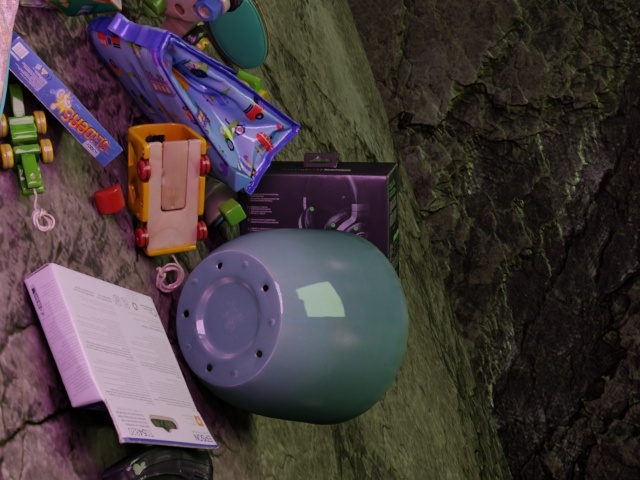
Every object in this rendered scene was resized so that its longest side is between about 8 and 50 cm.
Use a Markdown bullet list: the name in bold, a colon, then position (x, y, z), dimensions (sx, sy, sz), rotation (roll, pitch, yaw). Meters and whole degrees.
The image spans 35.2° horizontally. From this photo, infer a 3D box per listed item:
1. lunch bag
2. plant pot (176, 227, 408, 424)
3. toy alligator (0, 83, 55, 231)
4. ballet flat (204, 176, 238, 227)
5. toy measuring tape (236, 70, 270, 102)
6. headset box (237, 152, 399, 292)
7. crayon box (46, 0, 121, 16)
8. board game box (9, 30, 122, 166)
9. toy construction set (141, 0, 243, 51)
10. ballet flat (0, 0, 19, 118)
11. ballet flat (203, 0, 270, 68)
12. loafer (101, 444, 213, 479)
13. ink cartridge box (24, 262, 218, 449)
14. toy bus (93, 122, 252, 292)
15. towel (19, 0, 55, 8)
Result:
- **lunch bag**: position (-0.210, -0.223, 1.477), dimensions (0.221, 0.138, 0.293), rotation (27, -11, 48)
- **plant pot**: position (-0.060, 0.114, 1.420), dimensions (0.235, 0.293, 0.293), rotation (13, 56, -55)
- **toy alligator**: position (-0.338, -0.088, 1.160), dimensions (0.051, 0.056, 0.190), rotation (132, -55, -61)
- **ballet flat**: position (-0.160, -0.080, 1.710), dimensions (0.248, 0.086, 0.086), rotation (-39, 108, -75)
- **toy measuring tape**: position (-0.145, -0.225, 1.918), dimensions (0.330, 0.121, 0.121), rotation (81, -9, -80)
- **headset box**: position (0.000, 0.000, 1.642), dimensions (0.131, 0.246, 0.283), rotation (-51, 140, -72)
- **crayon box**: position (-0.332, -0.398, 1.278), dimensions (0.278, 0.081, 0.165), rotation (7, 76, -86)
- **board game box**: position (-0.332, -0.188, 1.213), dimensions (0.136, 0.035, 0.201), rotation (42, -7, 45)
- **toy construction set**: position (-0.247, -0.444, 1.649), dimensions (0.257, 0.237, 0.309), rotation (20, 63, -13)
- **ballet flat**: position (-0.366, -0.260, 1.052), dimensions (0.106, 0.107, 0.316), rotation (19, 72, -53)
- **ballet flat**: position (-0.207, -0.494, 2.005), dimensions (0.348, 0.123, 0.123), rotation (53, 23, -43)
- **loafer**: position (-0.177, 0.278, 1.166), dimensions (0.078, 0.076, 0.223), rotation (65, 11, 16)
- **ink cartridge box**: position (-0.226, 0.148, 1.161), dimensions (0.224, 0.045, 0.223), rotation (62, 12, 23)
- **toy bus**: position (-0.219, -0.065, 1.405), dimensions (0.191, 0.202, 0.104), rotation (46, -4, -39)
- **towel**: position (-0.397, -0.369, 1.378), dimensions (0.113, 0.023, 0.152), rotation (65, 18, -5)
